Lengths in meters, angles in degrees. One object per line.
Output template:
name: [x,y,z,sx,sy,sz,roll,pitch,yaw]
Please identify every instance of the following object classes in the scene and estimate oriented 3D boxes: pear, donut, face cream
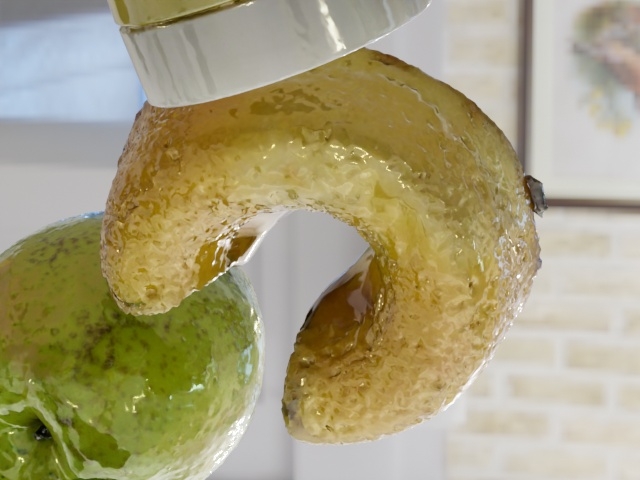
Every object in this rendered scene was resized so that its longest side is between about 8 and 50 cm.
pear: [-0.246,0.150,2.282,0.391,0.391,0.391,0,-170,0]
donut: [0.000,0.000,1.921,0.435,0.378,0.163,37,-146,-5]
face cream: [-0.051,-0.216,1.380,0.218,0.179,0.218,-19,-165,5]

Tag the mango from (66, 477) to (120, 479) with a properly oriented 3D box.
mango: [-0.244,0.293,2.033,0.178,0.100,0.119,8,166,-35]
